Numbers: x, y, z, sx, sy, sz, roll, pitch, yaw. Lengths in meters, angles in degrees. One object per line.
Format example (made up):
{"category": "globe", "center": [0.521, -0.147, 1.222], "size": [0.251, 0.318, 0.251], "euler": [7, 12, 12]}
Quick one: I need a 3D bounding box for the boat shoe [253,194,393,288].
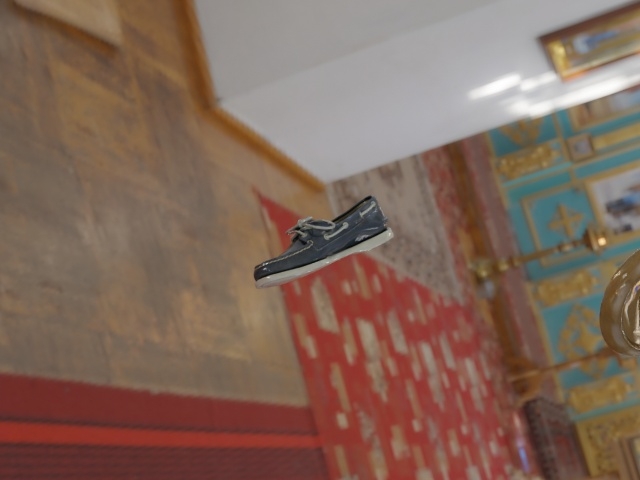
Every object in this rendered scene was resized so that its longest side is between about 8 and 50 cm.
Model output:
{"category": "boat shoe", "center": [0.000, 0.000, 1.739], "size": [0.254, 0.095, 0.079], "euler": [-22, 93, -33]}

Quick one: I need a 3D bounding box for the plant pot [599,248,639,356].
{"category": "plant pot", "center": [0.611, 0.112, 2.191], "size": [0.032, 0.236, 0.236], "euler": [40, -20, 55]}
